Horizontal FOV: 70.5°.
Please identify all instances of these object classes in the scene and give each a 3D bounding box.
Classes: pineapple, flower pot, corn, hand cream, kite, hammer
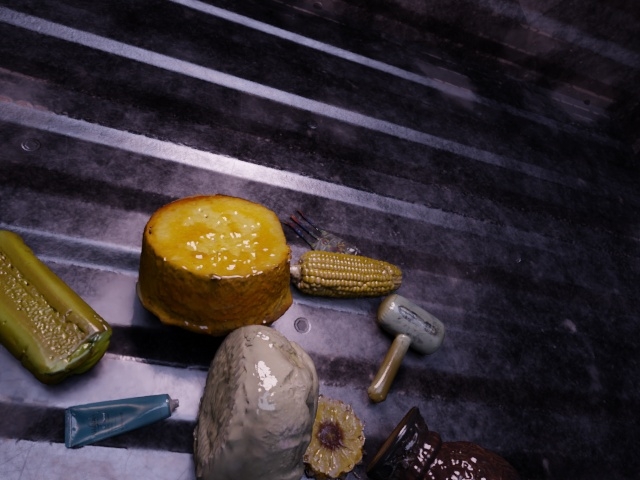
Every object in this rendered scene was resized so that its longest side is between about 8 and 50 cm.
[{"bbox_3d":[0.022,0.468,1.067,0.221,0.047,0.221,12,54,-17],"label":"pineapple"},{"bbox_3d":[0.260,0.532,1.004,0.267,0.267,0.266,39,52,17],"label":"flower pot"},{"bbox_3d":[0.071,0.099,1.283,0.346,0.130,0.130,6,56,-20],"label":"corn"},{"bbox_3d":[-0.416,0.368,0.957,0.224,0.048,0.083,-8,64,-21],"label":"hand cream"},{"bbox_3d":[0.001,-0.001,1.391,0.245,0.015,0.141,40,50,5],"label":"kite"},{"bbox_3d":[0.209,0.304,1.225,0.201,0.113,0.306,31,57,3],"label":"hammer"}]

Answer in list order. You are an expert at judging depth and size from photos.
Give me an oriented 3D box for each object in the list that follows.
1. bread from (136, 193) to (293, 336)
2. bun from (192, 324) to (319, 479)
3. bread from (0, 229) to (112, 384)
[{"bbox_3d":[-0.249,0.049,1.088,0.397,0.216,0.398,10,35,-7],"label":"bread"},{"bbox_3d":[-0.118,0.345,0.914,0.210,0.360,0.360,17,53,-20],"label":"bun"},{"bbox_3d":[-0.623,0.144,0.971,0.383,0.112,0.166,41,55,7],"label":"bread"}]
